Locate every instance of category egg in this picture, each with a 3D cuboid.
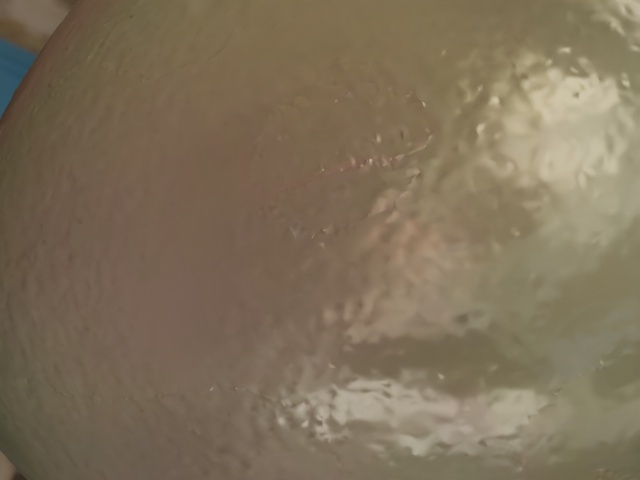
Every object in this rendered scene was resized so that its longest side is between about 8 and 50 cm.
[{"bbox_3d":[0.000,0.000,0.861,0.354,0.339,0.355,163,-90,-82],"label":"egg"}]
